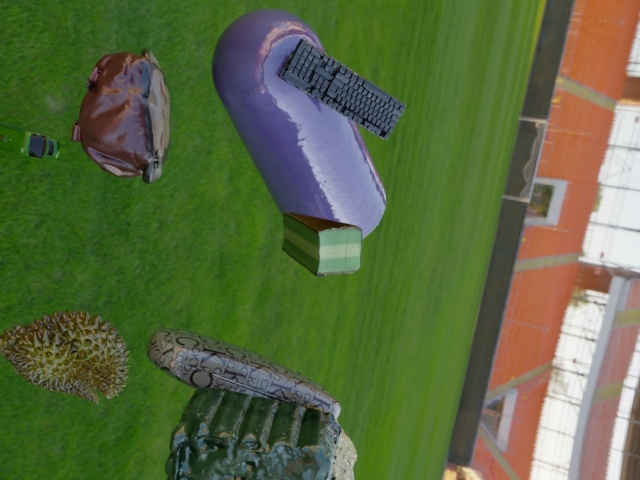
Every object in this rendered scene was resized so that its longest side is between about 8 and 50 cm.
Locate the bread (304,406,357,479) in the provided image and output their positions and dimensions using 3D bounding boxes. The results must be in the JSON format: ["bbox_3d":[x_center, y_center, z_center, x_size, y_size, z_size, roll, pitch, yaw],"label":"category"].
[{"bbox_3d":[-0.061,0.376,0.810,0.246,0.121,0.174,-34,125,1],"label":"bread"}]

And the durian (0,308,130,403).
[{"bbox_3d":[-0.372,0.144,0.738,0.102,0.208,0.146,-63,-154,20],"label":"durian"}]

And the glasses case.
[{"bbox_3d":[-0.124,0.235,0.879,0.085,0.355,0.137,-65,-158,-6],"label":"glasses case"}]

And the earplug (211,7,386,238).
[{"bbox_3d":[-0.033,-0.180,0.878,0.215,0.215,0.455,-68,153,-24],"label":"earplug"}]

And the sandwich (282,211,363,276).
[{"bbox_3d":[0.000,0.000,0.783,0.074,0.116,0.074,-7,111,-29],"label":"sandwich"}]

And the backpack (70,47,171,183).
[{"bbox_3d":[-0.328,-0.204,0.878,0.229,0.139,0.228,-179,-90,-79],"label":"backpack"}]

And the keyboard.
[{"bbox_3d":[0.036,-0.201,0.705,0.196,0.018,0.060,21,112,-34],"label":"keyboard"}]

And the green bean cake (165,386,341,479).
[{"bbox_3d":[-0.086,0.299,0.632,0.107,0.209,0.193,-72,171,-83],"label":"green bean cake"}]

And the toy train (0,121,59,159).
[{"bbox_3d":[-0.543,-0.178,0.883,0.042,0.209,0.044,-16,120,-69],"label":"toy train"}]
